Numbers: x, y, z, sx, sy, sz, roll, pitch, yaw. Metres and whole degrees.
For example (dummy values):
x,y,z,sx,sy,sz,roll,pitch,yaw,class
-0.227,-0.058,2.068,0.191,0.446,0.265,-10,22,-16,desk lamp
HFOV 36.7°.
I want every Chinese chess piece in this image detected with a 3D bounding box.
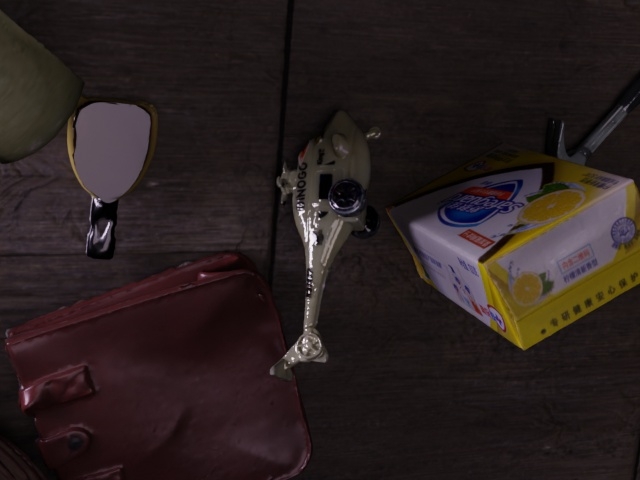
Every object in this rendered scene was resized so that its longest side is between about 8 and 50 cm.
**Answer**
x,y,z,sx,sy,sz,roll,pitch,yaw,class
-0.311,-0.170,0.778,0.250,0.250,0.101,41,87,-22,Chinese chess piece

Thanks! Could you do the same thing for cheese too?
x,y,z,sx,sy,sz,roll,pitch,yaw,class
-0.210,-0.059,0.954,0.086,0.036,0.162,3,103,-20,cheese

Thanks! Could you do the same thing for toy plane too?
x,y,z,sx,sy,sz,roll,pitch,yaw,class
0.000,0.000,0.979,0.108,0.092,0.286,1,75,14,toy plane

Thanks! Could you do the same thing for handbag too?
x,y,z,sx,sy,sz,roll,pitch,yaw,class
-0.161,0.165,1.008,0.275,0.084,0.260,-17,111,-12,handbag

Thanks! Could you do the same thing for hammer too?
x,y,z,sx,sy,sz,roll,pitch,yaw,class
0.355,-0.166,1.105,0.103,0.029,0.246,43,88,-23,hammer

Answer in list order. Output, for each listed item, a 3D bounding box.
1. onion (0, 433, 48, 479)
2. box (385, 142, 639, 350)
x,y,z,sx,sy,sz,roll,pitch,yaw,class
-0.368,0.278,0.891,0.206,0.216,0.207,-46,155,1,onion
0.194,-0.006,0.970,0.168,0.265,0.097,-28,109,-6,box
